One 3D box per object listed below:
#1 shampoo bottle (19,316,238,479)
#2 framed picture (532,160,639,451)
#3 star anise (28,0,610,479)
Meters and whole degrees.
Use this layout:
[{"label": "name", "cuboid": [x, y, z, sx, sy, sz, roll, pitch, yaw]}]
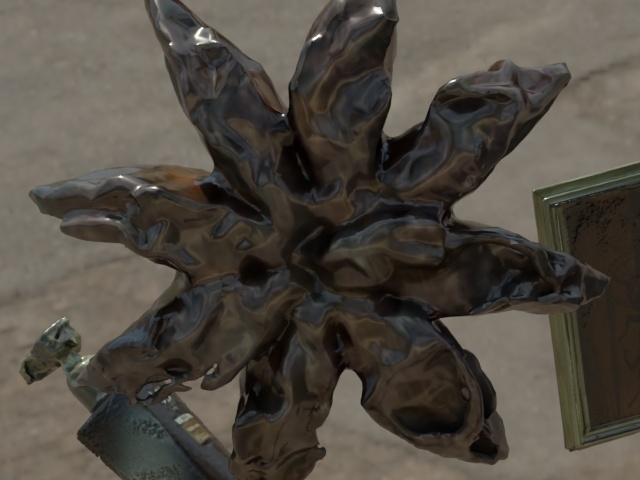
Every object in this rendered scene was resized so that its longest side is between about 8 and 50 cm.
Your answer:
[{"label": "shampoo bottle", "cuboid": [-0.104, 0.131, 1.053, 0.063, 0.207, 0.057, -48, -10, 7]}, {"label": "framed picture", "cuboid": [0.267, 0.043, 1.259, 0.197, 0.252, 0.014, -15, 34, -3]}, {"label": "star anise", "cuboid": [0.000, -0.002, 0.910, 0.331, 0.332, 0.117, -10, 10, 0]}]
